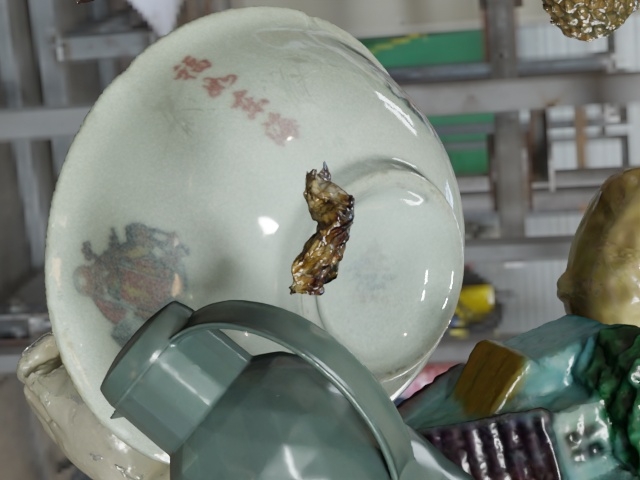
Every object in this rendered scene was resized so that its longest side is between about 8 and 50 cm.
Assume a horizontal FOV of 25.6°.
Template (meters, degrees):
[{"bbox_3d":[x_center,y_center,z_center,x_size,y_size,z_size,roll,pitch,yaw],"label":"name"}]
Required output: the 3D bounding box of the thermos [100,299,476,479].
[{"bbox_3d":[-0.004,0.147,0.888,0.182,0.286,0.145,-47,-176,44],"label":"thermos"}]

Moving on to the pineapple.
[{"bbox_3d":[0.262,-0.330,1.549,0.251,0.125,0.125,43,39,-36],"label":"pineapple"}]

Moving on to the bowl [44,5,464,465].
[{"bbox_3d":[-0.004,0.015,1.231,0.435,0.196,0.435,-8,103,-38],"label":"bowl"}]

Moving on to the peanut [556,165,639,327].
[{"bbox_3d":[0.260,0.014,1.151,0.140,0.109,0.159,-119,-126,-80],"label":"peanut"}]

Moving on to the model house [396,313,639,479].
[{"bbox_3d":[0.145,0.226,1.058,0.230,0.249,0.280,15,-57,67],"label":"model house"}]

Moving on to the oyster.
[{"bbox_3d":[0.001,0.000,0.759,0.132,0.029,0.086,-84,-177,-73],"label":"oyster"}]

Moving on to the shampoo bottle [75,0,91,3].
[{"bbox_3d":[-0.176,-0.291,0.854,0.071,0.153,0.284,-26,96,-41],"label":"shampoo bottle"}]

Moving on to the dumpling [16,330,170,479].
[{"bbox_3d":[-0.203,0.182,1.505,0.172,0.247,0.142,-44,178,-36],"label":"dumpling"}]
